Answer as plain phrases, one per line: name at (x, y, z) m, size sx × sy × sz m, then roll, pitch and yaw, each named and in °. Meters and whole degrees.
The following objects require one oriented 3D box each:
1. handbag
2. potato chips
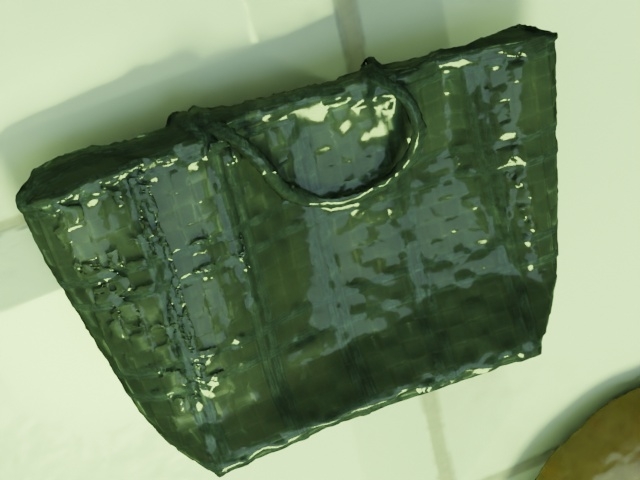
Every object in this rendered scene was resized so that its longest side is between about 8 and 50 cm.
handbag at (0.000, 0.000, 0.881) m, size 0.270 × 0.088 × 0.175 m, roll -19°, pitch 119°, yaw -11°
potato chips at (0.209, 0.148, 1.085) m, size 0.201 × 0.049 × 0.150 m, roll -19°, pitch 132°, yaw -19°
